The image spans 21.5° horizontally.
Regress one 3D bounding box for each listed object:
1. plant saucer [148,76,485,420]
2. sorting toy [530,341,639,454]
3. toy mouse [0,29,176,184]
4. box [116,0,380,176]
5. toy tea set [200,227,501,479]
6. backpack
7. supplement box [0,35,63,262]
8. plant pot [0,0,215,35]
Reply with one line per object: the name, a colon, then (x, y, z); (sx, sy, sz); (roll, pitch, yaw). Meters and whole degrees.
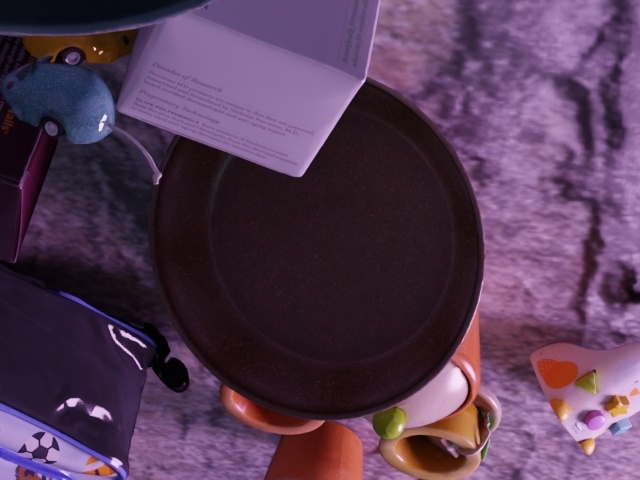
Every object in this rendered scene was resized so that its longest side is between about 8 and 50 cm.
plant saucer: (0.000, 0.000, 0.936); (0.199, 0.036, 0.198); (4, 101, 20)
sorting toy: (0.188, 0.095, 1.082); (0.075, 0.045, 0.083); (-28, 131, 17)
toy mouse: (-0.101, -0.082, 0.857); (0.161, 0.143, 0.031); (-1, 128, -22)
box: (-0.032, -0.106, 0.821); (0.102, 0.101, 0.087); (20, 143, -12)
toy tea set: (0.015, 0.119, 1.086); (0.200, 0.124, 0.336); (2, 142, 14)
backpack: (-0.274, 0.106, 1.105); (0.263, 0.213, 0.276); (-11, 142, 45)
supplement box: (-0.241, -0.072, 0.929); (0.188, 0.104, 0.081); (16, 144, -4)
plant pot: (-0.113, -0.243, 0.584); (0.293, 0.196, 0.293); (8, 143, 6)
